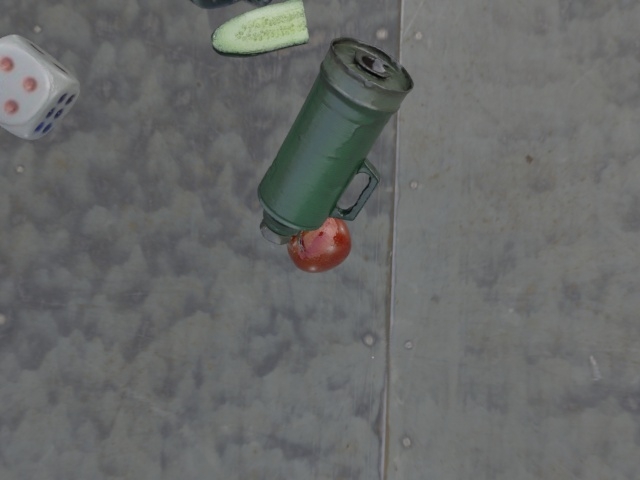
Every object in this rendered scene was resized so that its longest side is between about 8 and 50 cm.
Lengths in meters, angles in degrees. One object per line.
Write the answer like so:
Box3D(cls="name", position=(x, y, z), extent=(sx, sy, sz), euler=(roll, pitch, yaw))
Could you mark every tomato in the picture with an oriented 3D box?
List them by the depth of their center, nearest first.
Box3D(cls="tomato", position=(0.000, 0.000, 1.596), extent=(0.167, 0.167, 0.168), euler=(-1, 80, 4))

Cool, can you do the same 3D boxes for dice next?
Box3D(cls="dice", position=(-0.726, -0.374, 1.690), extent=(0.191, 0.194, 0.193), euler=(39, 93, -5))

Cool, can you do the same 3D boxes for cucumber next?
Box3D(cls="cucumber", position=(-0.146, -0.491, 1.636), extent=(0.243, 0.063, 0.115), euler=(-16, 85, -17))

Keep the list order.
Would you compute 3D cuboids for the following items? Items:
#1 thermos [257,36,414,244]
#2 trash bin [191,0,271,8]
Box3D(cls="thermos", position=(0.004, -0.073, 0.587), extent=(0.083, 0.188, 0.073), euler=(7, 42, -33))
Box3D(cls="trash bin", position=(-0.098, -0.385, 0.476), extent=(0.259, 0.381, 0.295), euler=(-37, 48, -5))
